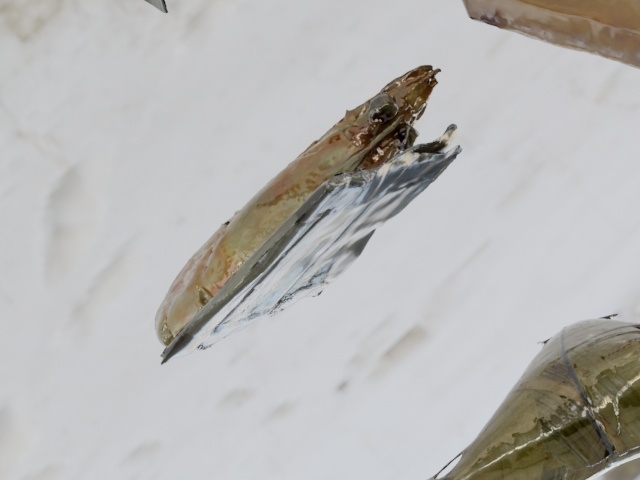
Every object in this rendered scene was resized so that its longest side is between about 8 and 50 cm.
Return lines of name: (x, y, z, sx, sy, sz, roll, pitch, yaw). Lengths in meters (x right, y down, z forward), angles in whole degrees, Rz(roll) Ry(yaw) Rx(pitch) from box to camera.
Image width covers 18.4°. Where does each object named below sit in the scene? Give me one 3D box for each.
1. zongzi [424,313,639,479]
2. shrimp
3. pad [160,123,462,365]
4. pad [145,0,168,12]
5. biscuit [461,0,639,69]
zongzi: (0.200, 0.168, 1.859, 0.289, 0.123, 0.260, -24, -174, -9)
shrimp: (-0.019, -0.029, 1.467, 0.294, 0.062, 0.154, -39, -164, 12)
pad: (0.000, 0.001, 1.287, 0.174, 0.022, 0.233, -46, 171, 24)
pad: (-0.243, -0.308, 1.271, 0.007, 0.367, 0.247, -40, 144, -23)
biscuit: (0.236, -0.232, 1.273, 0.359, 0.359, 0.046, -34, 136, -22)
